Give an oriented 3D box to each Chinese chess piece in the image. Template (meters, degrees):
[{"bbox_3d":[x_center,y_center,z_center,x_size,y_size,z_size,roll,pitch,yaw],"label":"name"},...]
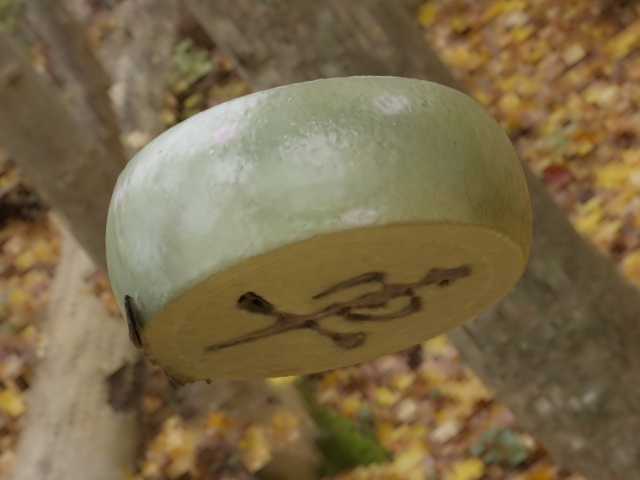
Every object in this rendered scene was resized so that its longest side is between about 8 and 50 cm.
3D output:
[{"bbox_3d":[0.000,0.000,0.387,0.084,0.034,0.084,-11,-22,-5],"label":"Chinese chess piece"}]
